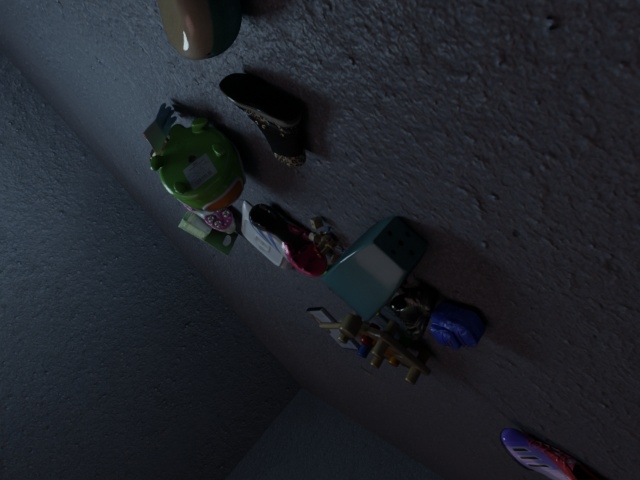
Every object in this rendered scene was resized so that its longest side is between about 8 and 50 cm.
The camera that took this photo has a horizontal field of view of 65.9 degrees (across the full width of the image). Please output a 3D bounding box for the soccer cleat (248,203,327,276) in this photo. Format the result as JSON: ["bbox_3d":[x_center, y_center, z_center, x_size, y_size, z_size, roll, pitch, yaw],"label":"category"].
[{"bbox_3d":[-0.100,0.000,1.639,0.331,0.116,0.143,42,172,14],"label":"soccer cleat"}]

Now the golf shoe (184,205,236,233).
[{"bbox_3d":[-0.460,-0.129,2.015,0.306,0.115,0.140,43,174,20],"label":"golf shoe"}]

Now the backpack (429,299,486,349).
[{"bbox_3d":[0.349,0.223,1.248,0.120,0.101,0.098,6,145,52],"label":"backpack"}]

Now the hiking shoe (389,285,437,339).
[{"bbox_3d":[0.250,0.194,1.370,0.114,0.086,0.226,23,144,15],"label":"hiking shoe"}]

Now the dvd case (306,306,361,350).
[{"bbox_3d":[0.055,0.391,2.192,0.253,0.022,0.180,46,158,-8],"label":"dvd case"}]

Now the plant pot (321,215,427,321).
[{"bbox_3d":[0.144,0.057,1.216,0.165,0.165,0.234,42,148,4],"label":"plant pot"}]

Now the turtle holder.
[{"bbox_3d":[-0.371,-0.218,1.513,0.320,0.243,0.227,22,168,27],"label":"turtle holder"}]

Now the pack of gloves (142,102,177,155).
[{"bbox_3d":[-0.495,-0.315,1.590,0.046,0.232,0.195,-12,130,16],"label":"pack of gloves"}]

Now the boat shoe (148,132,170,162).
[{"bbox_3d":[-0.608,-0.335,1.904,0.095,0.095,0.257,48,158,-11],"label":"boat shoe"}]

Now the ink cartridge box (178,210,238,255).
[{"bbox_3d":[-0.454,-0.058,2.066,0.235,0.171,0.056,31,124,-13],"label":"ink cartridge box"}]

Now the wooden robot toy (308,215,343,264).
[{"bbox_3d":[0.000,0.000,1.496,0.079,0.076,0.173,32,158,56],"label":"wooden robot toy"}]

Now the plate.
[{"bbox_3d":[-0.210,-0.001,1.896,0.277,0.045,0.278,41,159,5],"label":"plate"}]

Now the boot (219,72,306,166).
[{"bbox_3d":[-0.132,-0.282,1.175,0.236,0.085,0.178,33,159,23],"label":"boot"}]

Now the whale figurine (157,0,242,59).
[{"bbox_3d":[-0.242,-0.493,0.954,0.216,0.141,0.271,-14,96,65],"label":"whale figurine"}]

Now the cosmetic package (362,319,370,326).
[{"bbox_3d":[0.189,0.353,1.855,0.115,0.041,0.060,42,159,5],"label":"cosmetic package"}]

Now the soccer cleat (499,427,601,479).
[{"bbox_3d":[0.697,0.661,1.477,0.318,0.109,0.116,35,137,26],"label":"soccer cleat"}]

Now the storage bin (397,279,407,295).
[{"bbox_3d":[0.178,0.141,1.407,0.098,0.091,0.135,42,160,4],"label":"storage bin"}]

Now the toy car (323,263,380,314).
[{"bbox_3d":[0.091,0.120,1.576,0.225,0.053,0.239,24,151,42],"label":"toy car"}]

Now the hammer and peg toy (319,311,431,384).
[{"bbox_3d":[0.173,0.318,1.630,0.361,0.127,0.266,42,162,-27],"label":"hammer and peg toy"}]
